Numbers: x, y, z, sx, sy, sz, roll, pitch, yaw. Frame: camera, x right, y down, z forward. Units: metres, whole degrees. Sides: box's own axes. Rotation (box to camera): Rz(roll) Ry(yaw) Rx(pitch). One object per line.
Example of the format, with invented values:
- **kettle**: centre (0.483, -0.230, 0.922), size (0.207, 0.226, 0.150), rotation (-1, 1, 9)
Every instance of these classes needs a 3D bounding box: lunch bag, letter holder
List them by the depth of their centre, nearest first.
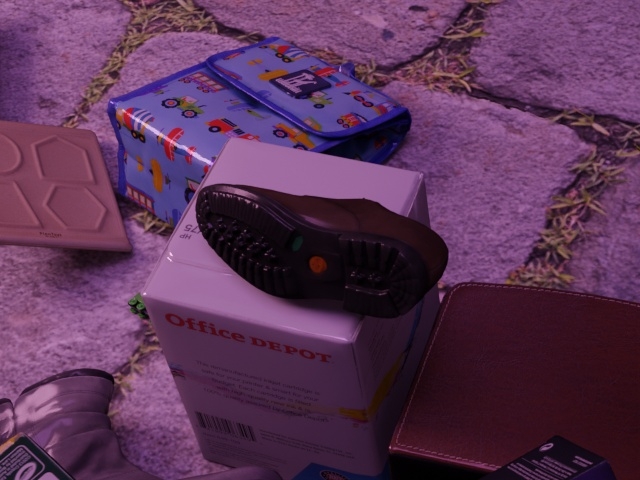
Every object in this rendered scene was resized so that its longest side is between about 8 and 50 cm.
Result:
- **letter holder**: centre (0.238, 0.173, 1.226), size (0.302, 0.152, 0.214), rotation (10, 51, 18)
- **lunch bag**: centre (-0.056, -0.123, 1.565), size (0.221, 0.138, 0.293), rotation (30, 49, 31)

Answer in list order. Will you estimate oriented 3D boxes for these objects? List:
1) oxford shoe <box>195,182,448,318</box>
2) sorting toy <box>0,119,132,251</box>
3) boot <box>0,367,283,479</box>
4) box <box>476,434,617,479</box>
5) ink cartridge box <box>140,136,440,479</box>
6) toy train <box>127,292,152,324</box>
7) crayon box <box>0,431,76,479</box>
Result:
- **oxford shoe**: centre (0.000, 0.000, 1.118), size (0.227, 0.083, 0.096), rotation (19, 31, 27)
- **sorting toy**: centre (-0.325, -0.060, 1.543), size (0.193, 0.038, 0.208), rotation (4, 44, -33)
- **boot**: centre (-0.198, 0.207, 1.279), size (0.338, 0.118, 0.223), rotation (-15, 48, 6)
- **box**: centre (0.173, 0.312, 1.049), size (0.184, 0.261, 0.103), rotation (-26, 9, -9)
- **ink cartridge box**: centre (-0.012, 0.077, 1.271), size (0.198, 0.270, 0.197), rotation (12, 53, 19)
- **toy train**: centre (-0.171, 0.080, 1.466), size (0.083, 0.017, 0.023), rotation (27, 49, 29)
- **crayon box**: centre (-0.291, 0.371, 1.045), size (0.363, 0.313, 0.106), rotation (-40, 51, -22)
